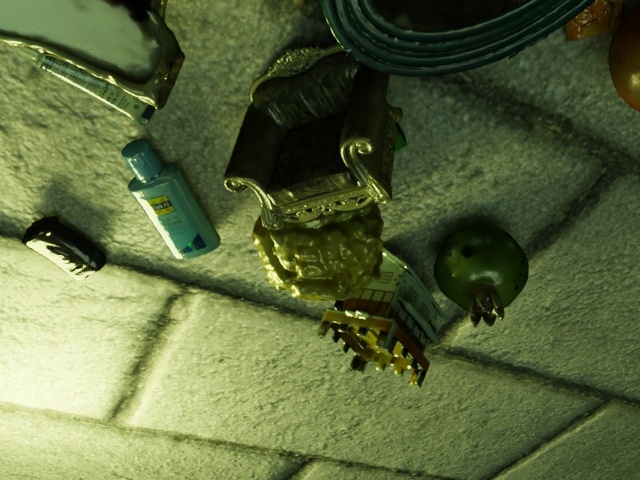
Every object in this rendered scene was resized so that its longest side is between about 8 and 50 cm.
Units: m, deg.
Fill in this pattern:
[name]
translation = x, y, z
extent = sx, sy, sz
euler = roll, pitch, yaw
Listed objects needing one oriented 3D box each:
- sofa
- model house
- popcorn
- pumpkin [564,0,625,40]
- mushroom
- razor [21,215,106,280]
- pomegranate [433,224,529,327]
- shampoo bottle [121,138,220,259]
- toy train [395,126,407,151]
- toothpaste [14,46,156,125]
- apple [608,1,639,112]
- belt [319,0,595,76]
[sofa]
translation = -0.016, -0.157, 0.844
extent = 0.259, 0.199, 0.182
euler = -12, 140, 30
[model house]
translation = 0.138, 0.163, 1.199
extent = 0.199, 0.215, 0.224
euler = 1, 144, 40
[popcorn]
translation = 0.007, 0.004, 1.008
extent = 0.250, 0.249, 0.225
euler = -16, 123, 10
[pumpkin]
translation = 0.423, -0.341, 0.857
extent = 0.101, 0.035, 0.073
euler = -14, 137, 6
[mushroom]
translation = -0.298, -0.326, 0.729
extent = 0.292, 0.212, 0.217
euler = 23, 98, -11
[razor]
translation = -0.500, 0.016, 1.103
extent = 0.090, 0.054, 0.148
euler = -28, 130, 20
[pomegranate]
translation = 0.322, 0.076, 1.125
extent = 0.187, 0.225, 0.187
euler = 6, 129, 7
[shampoo bottle]
translation = -0.279, -0.071, 1.035
extent = 0.104, 0.061, 0.258
euler = -14, 134, 9
[toy train]
translation = 0.076, -0.225, 0.931
extent = 0.044, 0.042, 0.209
euler = -28, 131, 20
[toothpaste]
translation = -0.357, -0.247, 0.873
extent = 0.216, 0.037, 0.062
euler = 24, 127, -31
[apple]
translation = 0.543, -0.285, 0.823
extent = 0.235, 0.173, 0.210
euler = 1, 138, -10
[belt]
translation = 0.197, -0.388, 0.693
extent = 0.437, 0.173, 0.300
euler = -23, 134, 16
